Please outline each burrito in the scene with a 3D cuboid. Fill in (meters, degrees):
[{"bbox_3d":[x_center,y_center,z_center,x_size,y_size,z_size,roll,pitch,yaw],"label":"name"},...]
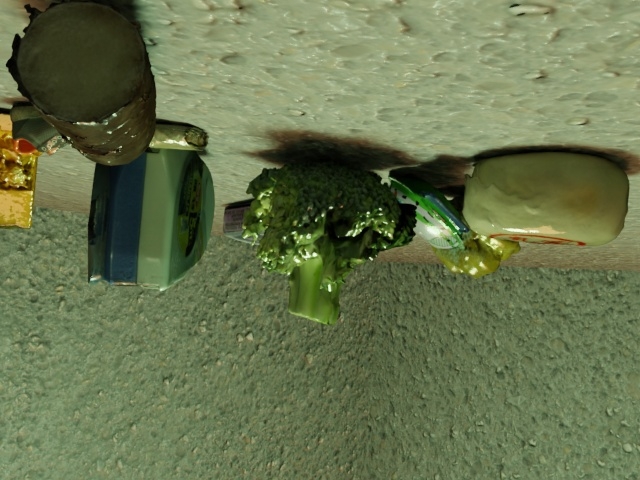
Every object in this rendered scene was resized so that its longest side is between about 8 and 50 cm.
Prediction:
[{"bbox_3d":[-0.251,-0.168,1.071,0.149,0.041,0.055,4,-171,-16],"label":"burrito"}]

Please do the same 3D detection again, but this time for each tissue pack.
[{"bbox_3d":[-0.111,-0.044,1.946,0.259,0.122,0.361,10,176,-26],"label":"tissue pack"}]

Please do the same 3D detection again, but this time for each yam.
[{"bbox_3d":[-0.233,-0.155,0.709,0.131,0.131,0.279,7,177,-11],"label":"yam"}]

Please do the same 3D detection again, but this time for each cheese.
[{"bbox_3d":[0.204,-0.052,1.249,0.204,0.083,0.320,44,-179,-3],"label":"cheese"}]

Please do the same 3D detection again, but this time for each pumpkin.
[{"bbox_3d":[-0.578,-0.116,1.200,0.139,0.190,0.280,9,174,-22],"label":"pumpkin"}]

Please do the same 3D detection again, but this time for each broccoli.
[{"bbox_3d":[0.004,-0.022,1.207,0.277,0.318,0.338,16,147,-25],"label":"broccoli"}]

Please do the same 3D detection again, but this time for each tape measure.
[{"bbox_3d":[-0.291,-0.049,1.206,0.138,0.259,0.262,8,-176,9],"label":"tape measure"}]

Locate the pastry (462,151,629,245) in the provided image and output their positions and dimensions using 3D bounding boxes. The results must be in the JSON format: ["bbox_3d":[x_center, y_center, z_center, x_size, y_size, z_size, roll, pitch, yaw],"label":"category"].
[{"bbox_3d":[0.361,-0.061,1.077,0.264,0.133,0.265,4,179,0],"label":"pastry"}]

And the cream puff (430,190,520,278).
[{"bbox_3d":[0.336,-0.017,1.402,0.194,0.195,0.221,9,179,-32],"label":"cream puff"}]

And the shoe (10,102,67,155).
[{"bbox_3d":[-0.397,-0.168,1.022,0.194,0.077,0.074,4,174,27],"label":"shoe"}]
